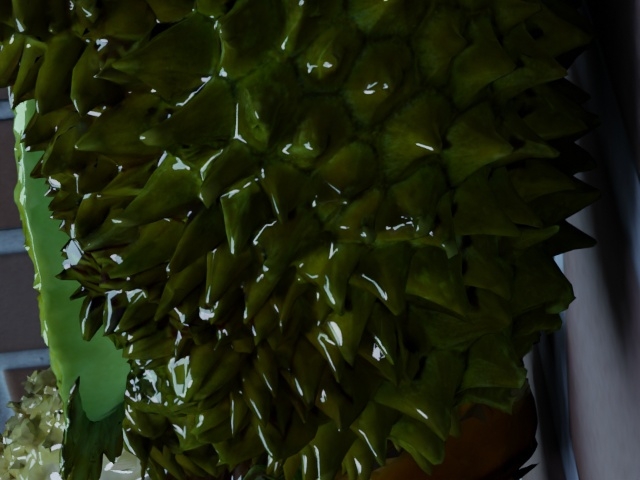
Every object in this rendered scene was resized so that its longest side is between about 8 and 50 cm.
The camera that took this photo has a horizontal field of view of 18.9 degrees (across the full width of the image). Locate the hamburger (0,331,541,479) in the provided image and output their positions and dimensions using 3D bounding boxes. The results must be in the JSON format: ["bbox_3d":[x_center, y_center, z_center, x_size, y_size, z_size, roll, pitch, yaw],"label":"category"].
[{"bbox_3d":[-0.021,0.073,0.756,0.139,0.261,0.243,59,174,8],"label":"hamburger"}]

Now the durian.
[{"bbox_3d":[-0.015,-0.049,0.492,0.200,0.176,0.237,-71,-18,-63],"label":"durian"}]
